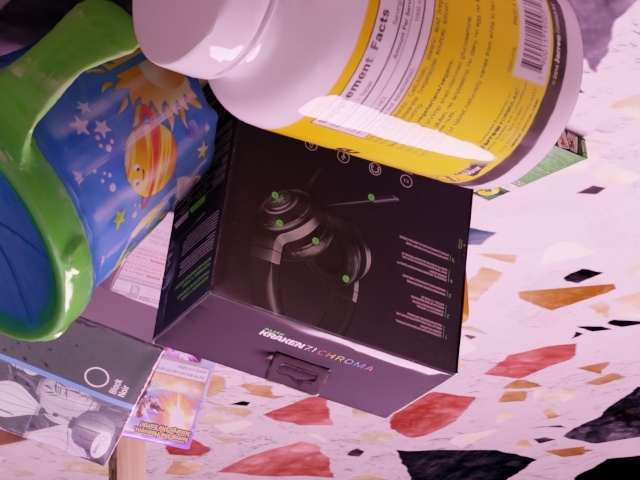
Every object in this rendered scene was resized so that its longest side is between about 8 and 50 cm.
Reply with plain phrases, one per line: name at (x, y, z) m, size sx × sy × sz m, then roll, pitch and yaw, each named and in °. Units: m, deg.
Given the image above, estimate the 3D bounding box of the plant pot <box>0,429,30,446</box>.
plant pot at (-0.426, 0.106, 2.015) m, size 0.284 × 0.191 × 0.284 m, roll -1°, pitch 159°, yaw -1°

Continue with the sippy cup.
sippy cup at (-0.215, -0.071, 1.521) m, size 0.224 × 0.240 × 0.305 m, roll -39°, pitch -159°, yaw -34°

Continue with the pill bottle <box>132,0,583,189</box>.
pill bottle at (0.029, -0.163, 1.425) m, size 0.334 × 0.188 × 0.188 m, roll 15°, pitch 152°, yaw -36°

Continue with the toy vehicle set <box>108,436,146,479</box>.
toy vehicle set at (-0.240, 0.232, 2.249) m, size 0.035 × 0.267 × 0.166 m, roll 1°, pitch 156°, yaw -10°

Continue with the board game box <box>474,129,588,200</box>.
board game box at (0.131, -0.102, 1.795) m, size 0.260 × 0.030 × 0.136 m, roll 18°, pitch 147°, yaw -42°

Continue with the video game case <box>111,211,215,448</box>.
video game case at (-0.220, 0.077, 1.914) m, size 0.269 × 0.244 × 0.061 m, roll 18°, pitch 179°, yaw -40°

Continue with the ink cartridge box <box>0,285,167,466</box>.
ink cartridge box at (-0.322, 0.085, 1.699) m, size 0.333 × 0.065 × 0.165 m, roll 22°, pitch 122°, yaw -11°

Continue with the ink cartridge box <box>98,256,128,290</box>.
ink cartridge box at (-0.299, -0.021, 1.718) m, size 0.239 × 0.060 × 0.275 m, roll 24°, pitch 114°, yaw -12°

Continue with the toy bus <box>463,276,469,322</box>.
toy bus at (0.035, 0.010, 1.954) m, size 0.130 × 0.108 × 0.333 m, roll -18°, pitch 154°, yaw 36°

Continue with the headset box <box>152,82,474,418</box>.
headset box at (0.000, 0.000, 1.637) m, size 0.246 × 0.283 × 0.131 m, roll 19°, pitch 149°, yaw -22°
